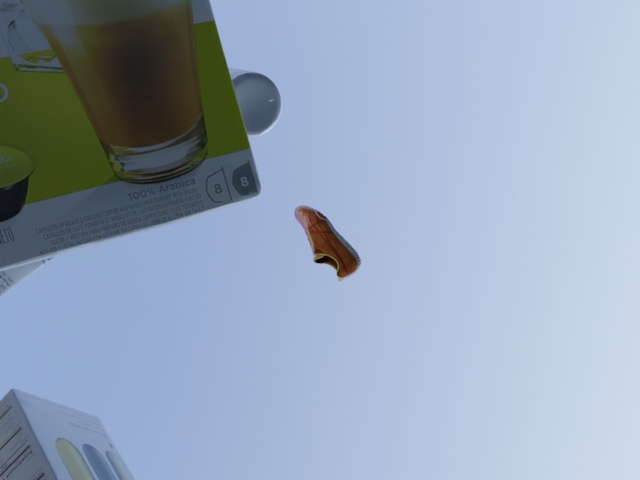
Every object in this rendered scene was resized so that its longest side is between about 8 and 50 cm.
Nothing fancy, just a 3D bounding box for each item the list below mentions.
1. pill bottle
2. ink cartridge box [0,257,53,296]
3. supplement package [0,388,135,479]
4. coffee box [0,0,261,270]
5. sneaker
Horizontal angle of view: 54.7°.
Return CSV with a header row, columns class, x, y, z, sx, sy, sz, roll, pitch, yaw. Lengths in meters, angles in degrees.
class,x,y,z,sx,sy,sz,roll,pitch,yaw
pill bottle,-0.162,-0.266,1.175,0.117,0.215,0.117,-8,-70,-23
ink cartridge box,-0.473,-0.062,0.976,0.289,0.122,0.211,-41,-133,-18
supplement package,-0.416,0.404,0.936,0.198,0.199,0.262,-47,-127,-4
coffee box,-0.296,-0.152,0.641,0.337,0.338,0.334,-17,-84,-17
sneaker,0.000,0.000,1.121,0.067,0.064,0.175,-35,-121,-12
